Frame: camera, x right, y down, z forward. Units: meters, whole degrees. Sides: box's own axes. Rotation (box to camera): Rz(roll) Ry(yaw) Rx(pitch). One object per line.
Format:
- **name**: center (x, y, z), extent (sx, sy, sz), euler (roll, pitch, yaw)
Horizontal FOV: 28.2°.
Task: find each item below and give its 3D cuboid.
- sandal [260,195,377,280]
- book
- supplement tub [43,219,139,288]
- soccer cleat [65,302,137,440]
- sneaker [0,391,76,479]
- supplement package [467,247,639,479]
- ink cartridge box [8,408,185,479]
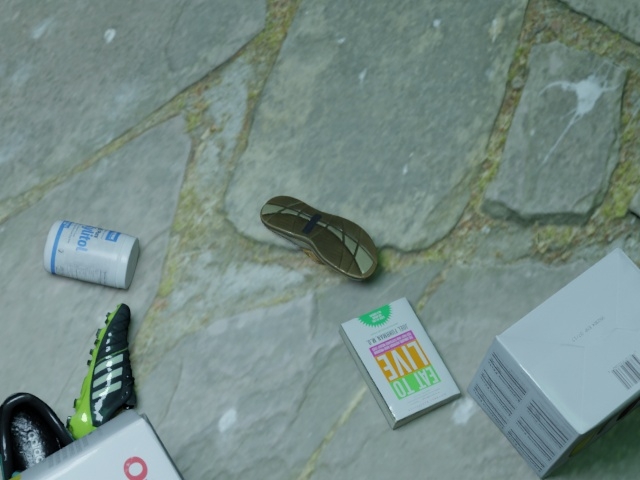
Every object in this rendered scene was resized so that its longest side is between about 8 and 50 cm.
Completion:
- **sandal**: center (0.000, 0.000, 1.654), extent (0.180, 0.049, 0.072), euler (28, 60, 25)
- **book**: center (0.099, 0.152, 1.597), extent (0.096, 0.035, 0.144), euler (-23, 67, -18)
- **supplement tub**: center (-0.289, 0.017, 1.608), extent (0.107, 0.071, 0.071), euler (11, 65, 2)
- **soccer cleat**: center (-0.253, 0.165, 1.553), extent (0.072, 0.060, 0.179), euler (18, 71, -6)
- **sneaker**: center (-0.297, 0.309, 1.442), extent (0.108, 0.121, 0.302), euler (-25, 70, -16)
- **supplement package**: center (0.307, 0.151, 1.515), extent (0.194, 0.203, 0.149), euler (-33, 72, -17)
- **ink cartridge box**: center (-0.280, 0.387, 1.311), extent (0.385, 0.160, 0.279), euler (-31, 93, -13)
